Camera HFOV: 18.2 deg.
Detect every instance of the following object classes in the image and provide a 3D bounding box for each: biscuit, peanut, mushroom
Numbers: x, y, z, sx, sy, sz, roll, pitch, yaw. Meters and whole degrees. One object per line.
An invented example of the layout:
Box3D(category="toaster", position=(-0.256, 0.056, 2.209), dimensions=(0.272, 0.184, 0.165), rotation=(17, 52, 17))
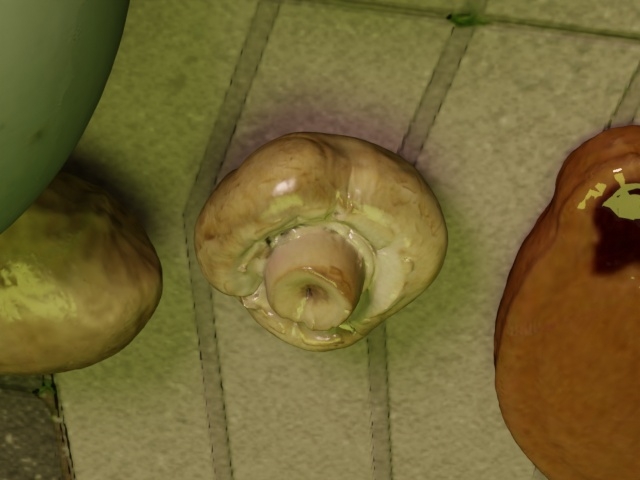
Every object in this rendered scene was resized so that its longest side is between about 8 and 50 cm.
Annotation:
Box3D(category="biscuit", position=(0.336, 0.068, 1.239), dimensions=(0.455, 0.078, 0.350), rotation=(-6, 132, 7))
Box3D(category="peanut", position=(-0.220, 0.012, 1.184), dimensions=(0.253, 0.122, 0.137), rotation=(-3, 120, 10))
Box3D(category="mushroom", position=(0.000, 0.000, 1.166), dimensions=(0.148, 0.112, 0.148), rotation=(7, 129, 9))

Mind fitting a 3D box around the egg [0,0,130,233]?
Box3D(category="egg", position=(-0.225, -0.148, 0.949), dimensions=(0.276, 0.276, 0.389), rotation=(11, 129, -6))
